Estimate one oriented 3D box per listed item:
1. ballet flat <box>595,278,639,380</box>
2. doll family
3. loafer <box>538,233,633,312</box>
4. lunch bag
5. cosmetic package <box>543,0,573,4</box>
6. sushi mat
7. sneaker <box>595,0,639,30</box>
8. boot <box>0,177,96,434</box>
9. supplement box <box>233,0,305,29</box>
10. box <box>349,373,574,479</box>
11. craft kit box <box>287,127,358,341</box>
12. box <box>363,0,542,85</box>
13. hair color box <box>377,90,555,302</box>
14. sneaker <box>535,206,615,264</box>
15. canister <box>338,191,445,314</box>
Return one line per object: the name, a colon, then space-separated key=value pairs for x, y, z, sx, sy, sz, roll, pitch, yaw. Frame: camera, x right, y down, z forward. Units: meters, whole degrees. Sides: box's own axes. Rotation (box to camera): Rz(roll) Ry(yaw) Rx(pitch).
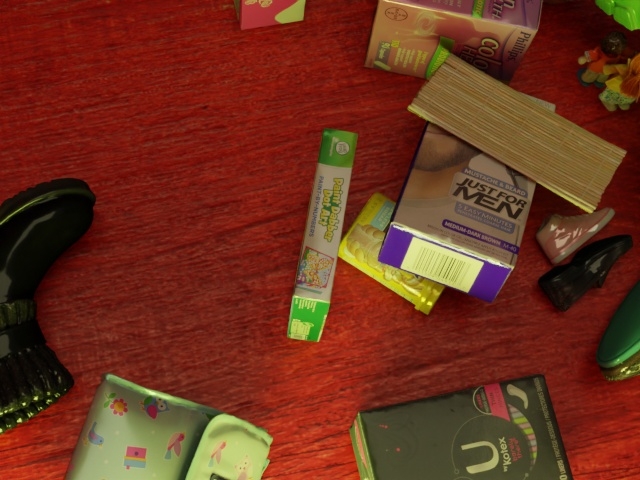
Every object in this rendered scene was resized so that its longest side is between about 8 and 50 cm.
ballet flat: x=0.592 y=0.036 z=1.547 sx=0.182 sy=0.164 sz=0.482 roll=34 pitch=70 yaw=-14
doll family: x=0.551 y=-0.275 z=1.627 sx=0.263 sy=0.163 sz=0.118 roll=-9 pitch=73 yaw=-7
loafer: x=0.420 y=0.048 z=1.576 sx=0.170 sy=0.062 sz=0.061 roll=-30 pitch=99 yaw=-9
lunch bag: x=-0.213 y=0.328 z=1.385 sx=0.262 sy=0.160 sz=0.223 roll=21 pitch=68 yaw=-9
cosmetic package: x=0.300 y=-0.574 z=1.614 sx=0.377 sy=0.097 sz=0.284 roll=13 pitch=88 yaw=-36
sushi mat: x=0.296 y=-0.167 z=1.520 sx=0.317 sy=0.019 sz=0.151 roll=31 pitch=56 yaw=7
sneaker: x=0.549 y=-0.411 z=1.527 sx=0.202 sy=0.185 sz=0.482 roll=-34 pitch=72 yaw=-16
boot: x=-0.418 y=0.100 z=1.452 sx=0.348 sy=0.131 sz=0.260 roll=-38 pitch=71 yaw=-4
supplement box: x=-0.101 y=-0.476 z=1.677 sx=0.111 sy=0.114 sz=0.220 roll=-12 pitch=75 yaw=-9
box: x=0.192 y=0.302 z=1.425 sx=0.271 sy=0.143 sz=0.165 roll=-12 pitch=73 yaw=-7
craft kit box: x=0.000 y=0.000 z=1.456 sx=0.061 sy=0.250 sz=0.246 roll=7 pitch=73 yaw=-2
box: x=0.205 y=-0.350 z=1.602 sx=0.243 sy=0.213 sz=0.117 roll=11 pitch=71 yaw=-1
hair color box: x=0.225 y=-0.091 z=1.529 sx=0.185 sy=0.110 sz=0.338 roll=20 pitch=53 yaw=2
sneaker: x=0.397 y=-0.027 z=1.595 sx=0.134 sy=0.051 sz=0.070 roll=-37 pitch=83 yaw=-10
canister: x=0.126 y=0.017 z=1.551 sx=0.170 sy=0.073 sz=0.126 roll=32 pitch=72 yaw=8
